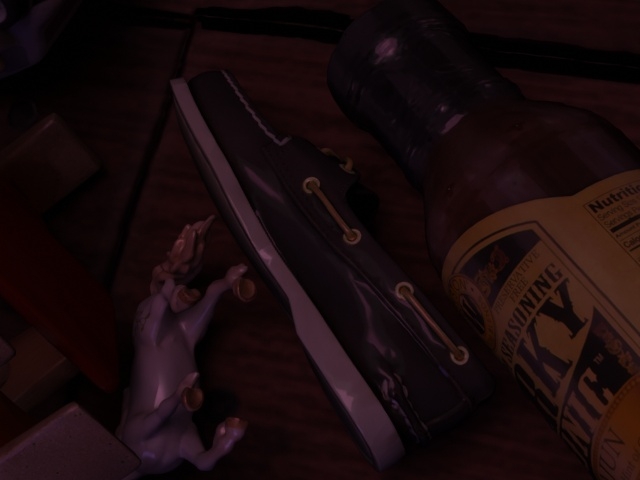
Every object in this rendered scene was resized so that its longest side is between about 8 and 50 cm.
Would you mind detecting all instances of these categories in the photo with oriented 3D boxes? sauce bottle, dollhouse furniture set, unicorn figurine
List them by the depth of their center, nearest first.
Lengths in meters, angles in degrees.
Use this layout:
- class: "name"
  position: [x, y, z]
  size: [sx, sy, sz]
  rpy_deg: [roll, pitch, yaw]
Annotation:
- class: "sauce bottle"
  position: [0.119, 0.021, 0.664]
  size: [0.111, 0.111, 0.344]
  rpy_deg: [-41, 55, 3]
- class: "dollhouse furniture set"
  position: [-0.172, -0.033, 0.669]
  size: [0.135, 0.259, 0.262]
  rpy_deg: [-36, 31, 11]
- class: "unicorn figurine"
  position: [-0.079, 0.075, 0.745]
  size: [0.111, 0.060, 0.162]
  rpy_deg: [-29, 33, 51]

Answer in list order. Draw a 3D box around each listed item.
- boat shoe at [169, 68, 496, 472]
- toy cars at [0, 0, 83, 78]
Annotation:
- class: "boat shoe"
  position: [0.000, 0.000, 0.738]
  size: [0.069, 0.081, 0.227]
  rpy_deg: [-29, 63, -6]
- class: "toy cars"
  position: [-0.087, -0.192, 0.825]
  size: [0.394, 0.087, 0.176]
  rpy_deg: [-39, 28, 6]
